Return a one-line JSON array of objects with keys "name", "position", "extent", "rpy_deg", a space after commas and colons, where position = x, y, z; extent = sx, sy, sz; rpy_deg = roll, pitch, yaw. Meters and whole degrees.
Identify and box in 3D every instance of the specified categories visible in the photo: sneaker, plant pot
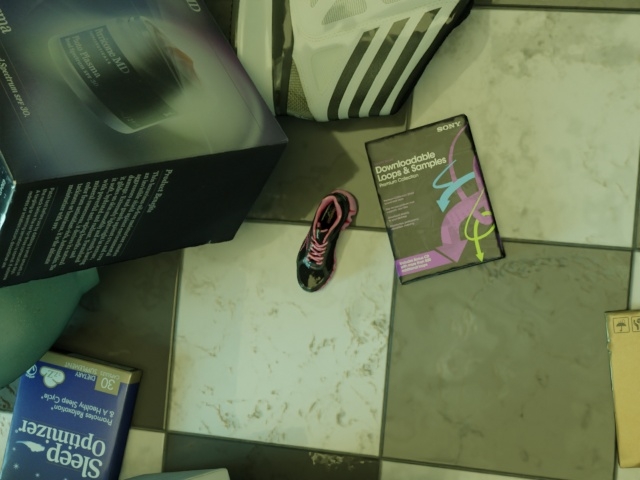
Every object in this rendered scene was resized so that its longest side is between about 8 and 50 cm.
[{"name": "sneaker", "position": [0.044, -0.346, 1.243], "extent": [0.257, 0.169, 0.447], "rpy_deg": [3, 97, 5]}, {"name": "sneaker", "position": [0.000, 0.000, 1.277], "extent": [0.047, 0.057, 0.119], "rpy_deg": [19, 94, 11]}, {"name": "plant pot", "position": [-0.363, 0.012, 1.269], "extent": [0.196, 0.293, 0.293], "rpy_deg": [-27, 82, -15]}]

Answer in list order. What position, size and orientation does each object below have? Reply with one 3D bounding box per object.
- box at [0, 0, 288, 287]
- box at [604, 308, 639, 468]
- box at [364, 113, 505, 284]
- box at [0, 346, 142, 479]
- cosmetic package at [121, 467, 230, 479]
[{"name": "box", "position": [-0.241, -0.138, 1.167], "extent": [0.296, 0.294, 0.183], "rpy_deg": [59, 139, 23]}, {"name": "box", "position": [0.400, 0.147, 1.196], "extent": [0.201, 0.021, 0.164], "rpy_deg": [-5, 87, 13]}, {"name": "box", "position": [0.122, -0.045, 1.263], "extent": [0.116, 0.029, 0.162], "rpy_deg": [-16, 84, 12]}, {"name": "box", "position": [-0.296, 0.244, 1.352], "extent": [0.136, 0.036, 0.225], "rpy_deg": [12, 93, 13]}, {"name": "cosmetic package", "position": [-0.173, 0.364, 1.212], "extent": [0.225, 0.138, 0.224], "rpy_deg": [-21, 82, 57]}]
